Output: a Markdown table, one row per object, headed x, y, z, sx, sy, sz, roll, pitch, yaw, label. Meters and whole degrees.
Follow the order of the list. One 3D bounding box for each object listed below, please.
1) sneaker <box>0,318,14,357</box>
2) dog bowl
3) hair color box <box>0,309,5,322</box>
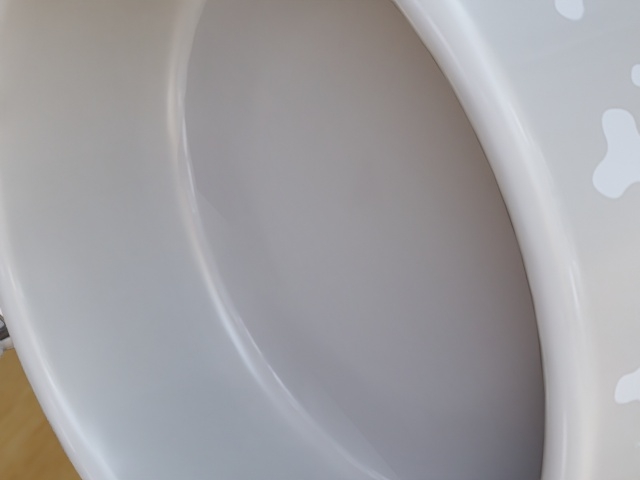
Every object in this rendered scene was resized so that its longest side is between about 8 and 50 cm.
| x | y | z | sx | sy | sz | roll | pitch | yaw | label |
| --- | --- | --- | --- | --- | --- | --- | --- | --- | --- |
| -0.316 | 0.039 | 1.523 | 0.268 | 0.153 | 0.101 | -16 | 25 | -34 | sneaker |
| 0.000 | 0.000 | 0.555 | 0.102 | 0.349 | 0.349 | -24 | -2 | -38 | dog bowl |
| -0.035 | -0.082 | 0.809 | 0.339 | 0.185 | 0.110 | -42 | 7 | 3 | hair color box |
